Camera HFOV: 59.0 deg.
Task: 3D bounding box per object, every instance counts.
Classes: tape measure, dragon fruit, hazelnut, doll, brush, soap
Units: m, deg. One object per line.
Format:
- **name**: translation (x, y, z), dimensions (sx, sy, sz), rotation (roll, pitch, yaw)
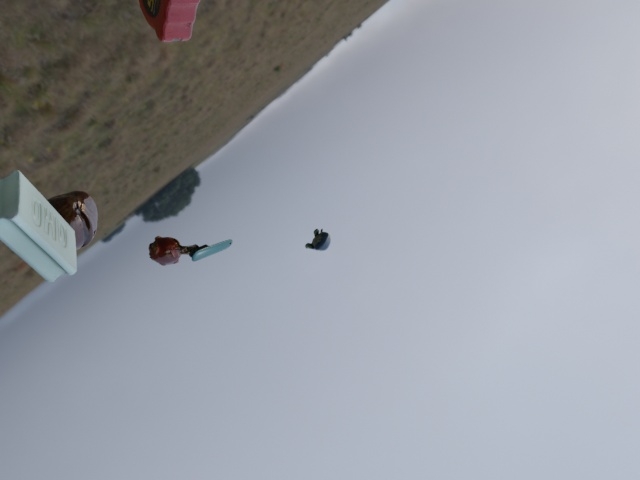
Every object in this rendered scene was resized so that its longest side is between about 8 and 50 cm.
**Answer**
- **tape measure**: translation (-0.459, -0.755, 1.708), dimensions (0.113, 0.261, 0.253), rotation (-17, 155, -34)
- **dragon fruit**: translation (-0.611, 0.041, 2.366), dimensions (0.245, 0.126, 0.125), rotation (0, -162, 13)
- **hazelnut**: translation (-0.746, -0.064, 1.671), dimensions (0.177, 0.178, 0.204), rotation (-30, -166, 34)
- **doll**: translation (0.000, 0.000, 1.702), dimensions (0.076, 0.050, 0.083), rotation (-63, -158, -10)
- **brush**: translation (-0.361, 0.025, 1.859), dimensions (0.193, 0.032, 0.043), rotation (-27, 144, -55)
- **soap**: translation (-0.721, -0.030, 1.426), dimensions (0.087, 0.266, 0.160), rotation (-19, -124, -2)
